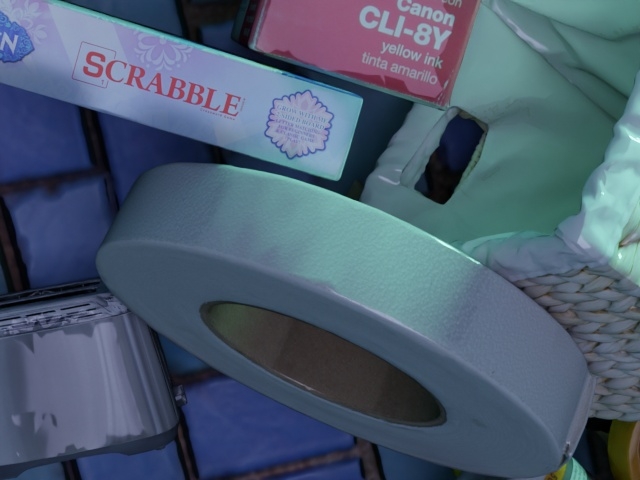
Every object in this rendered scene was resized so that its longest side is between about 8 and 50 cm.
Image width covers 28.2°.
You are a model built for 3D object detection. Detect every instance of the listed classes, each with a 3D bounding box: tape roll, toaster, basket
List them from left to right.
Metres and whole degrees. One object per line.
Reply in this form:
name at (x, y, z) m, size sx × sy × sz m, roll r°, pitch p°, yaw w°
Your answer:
toaster at (-0.238, 0.119, 1.130) m, size 0.227 × 0.129 × 0.146 m, roll -10°, pitch 98°, yaw -3°
tape roll at (0.015, 0.071, 0.987) m, size 0.392 × 0.392 × 0.072 m, roll 29°, pitch 70°, yaw -11°
basket at (0.235, -0.045, 1.005) m, size 0.266 × 0.331 × 0.328 m, roll 38°, pitch 68°, yaw -22°

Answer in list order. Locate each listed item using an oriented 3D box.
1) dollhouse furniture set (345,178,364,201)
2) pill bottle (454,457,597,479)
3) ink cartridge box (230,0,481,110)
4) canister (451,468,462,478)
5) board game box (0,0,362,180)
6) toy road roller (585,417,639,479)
dollhouse furniture set at (0.000, 0.000, 1.195) m, size 0.081 × 0.091 × 0.114 m, roll 21°, pitch 72°, yaw 29°
pill bottle at (0.232, 0.309, 1.109) m, size 0.278 × 0.162 × 0.162 m, roll 43°, pitch 93°, yaw -2°
ink cartridge box at (0.062, -0.316, 1.002) m, size 0.160 × 0.279 × 0.384 m, roll 16°, pitch 99°, yaw -8°
canister at (0.153, 0.124, 1.205) m, size 0.126 × 0.073 × 0.169 m, roll -23°, pitch 101°, yaw -3°
board game box at (-0.147, -0.137, 0.994) m, size 0.318 × 0.318 × 0.065 m, roll 16°, pitch 97°, yaw -10°
toy road roller at (0.395, 0.124, 1.126) m, size 0.329 × 0.240 × 0.202 m, roll -44°, pitch 107°, yaw -8°
